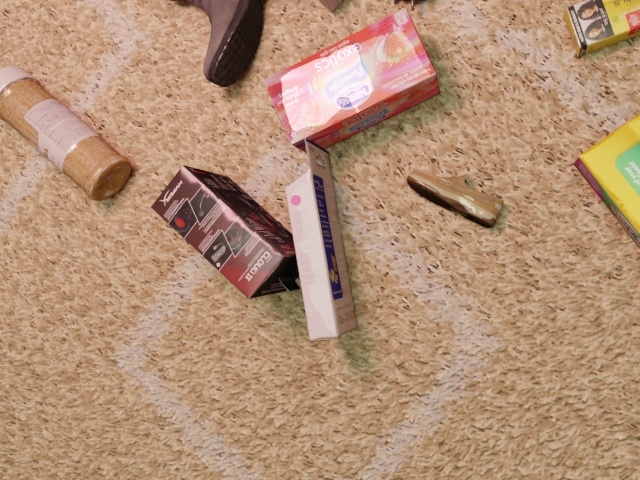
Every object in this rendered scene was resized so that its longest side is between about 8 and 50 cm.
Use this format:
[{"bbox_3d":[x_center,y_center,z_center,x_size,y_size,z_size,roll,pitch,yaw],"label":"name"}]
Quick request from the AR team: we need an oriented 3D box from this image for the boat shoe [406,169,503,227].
[{"bbox_3d":[0.262,-0.096,1.304,0.190,0.068,0.072,28,83,3],"label":"boat shoe"}]

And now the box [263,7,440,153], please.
[{"bbox_3d":[0.066,-0.297,1.309,0.300,0.154,0.142,-24,83,11],"label":"box"}]

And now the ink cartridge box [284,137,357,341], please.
[{"bbox_3d":[0.000,0.000,1.304,0.069,0.176,0.370,-8,87,15],"label":"ink cartridge box"}]

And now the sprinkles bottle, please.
[{"bbox_3d":[-0.580,-0.238,1.485,0.355,0.121,0.121,39,98,12],"label":"sprinkles bottle"}]

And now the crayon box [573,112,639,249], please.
[{"bbox_3d":[0.686,-0.091,1.170,0.313,0.106,0.362,-36,80,12],"label":"crayon box"}]

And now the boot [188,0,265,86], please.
[{"bbox_3d":[-0.232,-0.494,1.418,0.223,0.118,0.337,17,80,17],"label":"boot"}]

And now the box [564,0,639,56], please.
[{"bbox_3d":[0.574,-0.420,1.229,0.233,0.058,0.087,-17,84,13],"label":"box"}]

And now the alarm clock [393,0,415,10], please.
[{"bbox_3d":[0.195,-0.555,1.326,0.129,0.064,0.192,37,100,12],"label":"alarm clock"}]

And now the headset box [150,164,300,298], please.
[{"bbox_3d":[-0.152,-0.006,1.321,0.293,0.218,0.110,41,100,11],"label":"headset box"}]

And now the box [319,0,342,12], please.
[{"bbox_3d":[0.009,-0.535,1.353,0.087,0.102,0.101,-45,80,7],"label":"box"}]
